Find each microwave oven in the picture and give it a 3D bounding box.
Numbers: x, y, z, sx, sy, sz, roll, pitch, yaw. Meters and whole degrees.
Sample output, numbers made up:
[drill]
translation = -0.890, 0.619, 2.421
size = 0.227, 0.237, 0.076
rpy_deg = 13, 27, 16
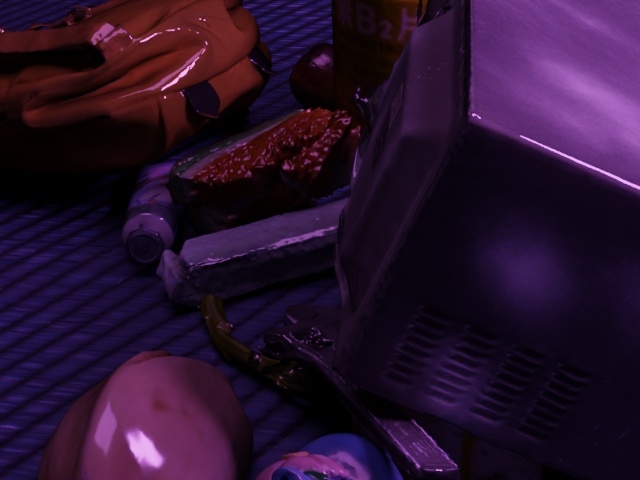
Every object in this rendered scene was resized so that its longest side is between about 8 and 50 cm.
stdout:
[microwave oven]
translation = 0.200, -0.042, 1.085
size = 0.374, 0.236, 0.432
rpy_deg = 24, 29, -6

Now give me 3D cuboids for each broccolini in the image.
[broccolini]
translation = -0.014, 0.089, 1.208
size = 0.123, 0.062, 0.271
rpy_deg = -16, 28, -35

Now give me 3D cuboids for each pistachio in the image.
[pistachio]
translation = -0.130, 0.163, 1.010
size = 0.137, 0.153, 0.238
rpy_deg = 14, 7, 14

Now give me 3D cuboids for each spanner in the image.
[spanner]
translation = 0.029, 0.113, 1.026
size = 0.093, 0.026, 0.325
rpy_deg = -5, 19, -20

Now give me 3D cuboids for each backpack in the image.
[backpack]
translation = -0.247, -0.187, 1.562
size = 0.378, 0.201, 0.353
rpy_deg = -5, 19, 33

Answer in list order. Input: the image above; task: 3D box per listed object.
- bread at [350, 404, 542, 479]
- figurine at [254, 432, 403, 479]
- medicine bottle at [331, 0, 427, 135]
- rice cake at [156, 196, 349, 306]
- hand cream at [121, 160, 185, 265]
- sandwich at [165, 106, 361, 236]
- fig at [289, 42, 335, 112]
[bread]
translation = 0.112, 0.153, 1.052
size = 0.157, 0.083, 0.094
rpy_deg = 19, 26, 38
[figurine]
translation = 0.011, 0.205, 0.924
size = 0.144, 0.114, 0.178
rpy_deg = 51, 12, 22
[medicine bottle]
translation = 0.123, -0.278, 1.478
size = 0.224, 0.385, 0.224
rpy_deg = -1, 31, 1
[rice cake]
translation = 0.000, 0.000, 1.343
size = 0.336, 0.063, 0.066
rpy_deg = -12, 27, -12
[hand cream]
translation = -0.182, -0.041, 1.470
size = 0.088, 0.055, 0.256
rpy_deg = -10, 22, 5
[sandwich]
translation = -0.049, -0.063, 1.389
size = 0.184, 0.109, 0.160
rpy_deg = -27, 19, -24
[fig]
translation = 0.023, -0.190, 1.672
size = 0.125, 0.089, 0.089
rpy_deg = 43, 50, 20
